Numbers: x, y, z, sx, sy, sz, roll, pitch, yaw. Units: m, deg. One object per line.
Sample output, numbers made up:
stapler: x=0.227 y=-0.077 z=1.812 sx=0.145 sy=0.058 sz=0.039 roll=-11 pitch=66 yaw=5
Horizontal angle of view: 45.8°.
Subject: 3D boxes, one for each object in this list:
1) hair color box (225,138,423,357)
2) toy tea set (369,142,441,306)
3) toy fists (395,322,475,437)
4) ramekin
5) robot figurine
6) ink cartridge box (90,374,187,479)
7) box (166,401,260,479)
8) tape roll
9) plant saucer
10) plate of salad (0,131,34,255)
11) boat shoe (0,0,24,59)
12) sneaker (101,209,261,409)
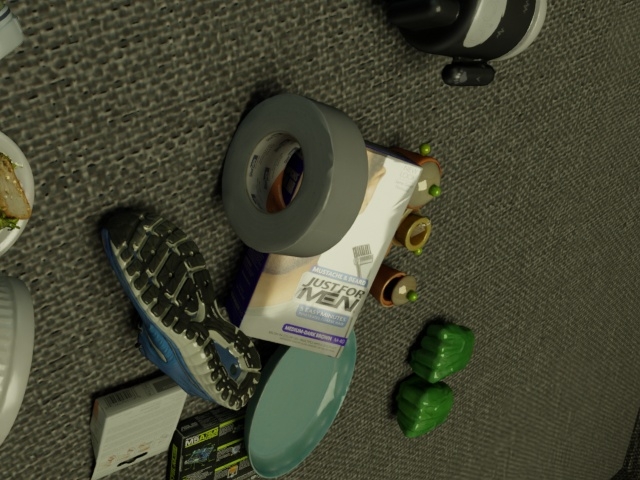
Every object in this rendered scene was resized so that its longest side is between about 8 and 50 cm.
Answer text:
hair color box: x=0.000 y=0.000 z=1.184 sx=0.185 sy=0.110 sz=0.339 roll=17 pitch=103 yaw=-23
toy tea set: x=0.145 y=-0.012 z=1.352 sx=0.200 sy=0.124 sz=0.336 roll=-40 pitch=138 yaw=-18
toy fists: x=0.247 y=0.311 z=1.700 sx=0.142 sy=0.096 sz=0.279 roll=-6 pitch=118 yaw=-54
ramekin: x=-0.412 y=0.132 z=0.840 sx=0.109 sy=0.207 sz=0.207 roll=16 pitch=104 yaw=-40
robot figurine: x=0.223 y=-0.365 z=1.162 sx=0.278 sy=0.173 sz=0.209 roll=-6 pitch=137 yaw=-42
ink cartridge box: x=-0.294 y=0.294 z=1.203 sx=0.145 sy=0.045 sz=0.179 roll=-15 pitch=143 yaw=-39
box: x=-0.182 y=0.381 z=1.355 sx=0.191 sy=0.045 sz=0.184 roll=-14 pitch=122 yaw=-39
tape roll: x=-0.040 y=-0.088 z=1.044 sx=0.072 sy=0.219 sz=0.219 roll=10 pitch=108 yaw=-46
plant saucer: x=-0.040 y=0.280 z=1.386 sx=0.317 sy=0.044 sz=0.317 roll=-36 pitch=137 yaw=-41
plate of salad: x=-0.413 y=-0.038 z=0.840 sx=0.200 sy=0.048 sz=0.200 roll=-25 pitch=132 yaw=-31
boat shoe: x=-0.430 y=-0.155 z=0.719 sx=0.302 sy=0.109 sz=0.094 roll=-46 pitch=125 yaw=-25
sneaker: x=-0.220 y=0.108 z=1.062 sx=0.130 sy=0.147 sz=0.330 roll=-52 pitch=125 yaw=-46
